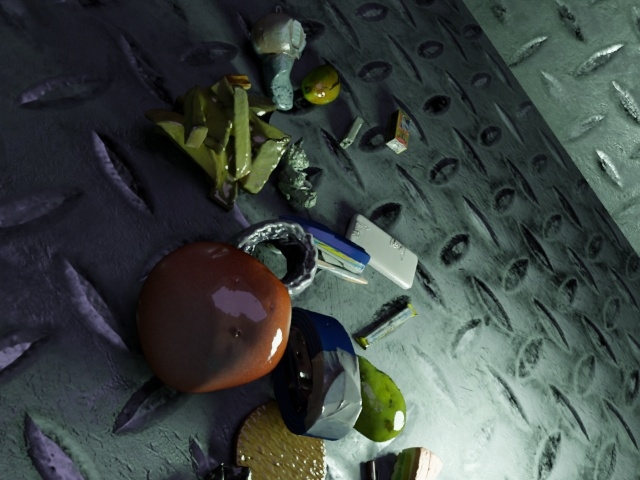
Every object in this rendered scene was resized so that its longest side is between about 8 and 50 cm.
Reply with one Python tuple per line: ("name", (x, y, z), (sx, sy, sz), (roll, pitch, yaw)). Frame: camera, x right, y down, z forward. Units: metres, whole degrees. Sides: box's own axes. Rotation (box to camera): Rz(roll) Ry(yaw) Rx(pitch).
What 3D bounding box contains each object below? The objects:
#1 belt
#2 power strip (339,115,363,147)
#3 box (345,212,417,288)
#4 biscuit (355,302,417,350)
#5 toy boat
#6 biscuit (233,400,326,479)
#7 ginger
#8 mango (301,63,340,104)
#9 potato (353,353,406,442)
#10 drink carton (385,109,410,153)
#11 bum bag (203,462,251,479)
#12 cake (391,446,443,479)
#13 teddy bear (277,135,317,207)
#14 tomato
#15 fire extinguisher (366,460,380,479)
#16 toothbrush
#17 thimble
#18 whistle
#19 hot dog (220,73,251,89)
("belt", (-0.015, 0.317, 1.444), (0.117, 0.212, 0.347), (22, 32, -30))
("power strip", (0.110, -0.381, 2.076), (0.030, 0.047, 0.191), (38, 47, -12))
("box", (0.202, 0.035, 1.923), (0.285, 0.044, 0.142), (35, 51, -20))
("biscuit", (0.211, 0.261, 1.815), (0.292, 0.026, 0.048), (-23, 78, -45))
("toy boat", (0.000, 0.000, 1.738), (0.295, 0.088, 0.129), (29, 10, -20))
("biscuit", (-0.096, 0.517, 1.408), (0.262, 0.037, 0.261), (20, 55, -31))
("ginger", (-0.234, -0.294, 1.608), (0.413, 0.211, 0.358), (-27, 88, -36))
("mango", (0.011, -0.545, 2.047), (0.125, 0.111, 0.233), (60, 31, -15))
("potato", (0.120, 0.419, 1.571), (0.253, 0.148, 0.186), (57, 28, 13))
("drink carton", (0.298, -0.418, 2.249), (0.071, 0.056, 0.165), (37, 47, -29))
("bum bag", (-0.177, 0.606, 1.268), (0.102, 0.069, 0.248), (-9, 79, -34))
("cake", (0.227, 0.643, 1.554), (0.090, 0.109, 0.225), (53, 44, -3))
("teddy bear", (-0.081, -0.197, 1.776), (0.133, 0.111, 0.213), (-81, 158, -86))
("tomato", (-0.230, 0.167, 1.284), (0.342, 0.273, 0.341), (-3, 101, -13))
("fire extinguisher", (0.142, 0.636, 1.551), (0.046, 0.032, 0.100), (52, 31, -57))
("toothbrush", (-0.003, 0.070, 1.743), (0.375, 0.037, 0.028), (23, 56, -32))
("thimble", (-0.135, 0.051, 1.528), (0.246, 0.157, 0.217), (1, 76, -29))
("whistle", (-0.148, -0.599, 1.938), (0.189, 0.189, 0.347), (1, 88, -39))
("hot dog", (-0.271, -0.494, 1.835), (0.133, 0.041, 0.056), (-16, 78, -51))
